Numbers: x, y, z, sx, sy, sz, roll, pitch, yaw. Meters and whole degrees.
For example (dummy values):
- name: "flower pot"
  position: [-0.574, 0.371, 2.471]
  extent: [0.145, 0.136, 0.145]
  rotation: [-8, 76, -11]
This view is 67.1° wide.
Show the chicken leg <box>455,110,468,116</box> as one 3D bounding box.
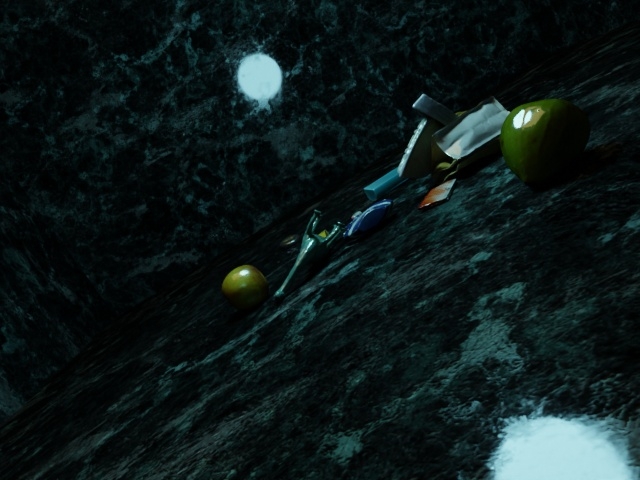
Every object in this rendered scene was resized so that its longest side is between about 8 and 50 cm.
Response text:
- name: "chicken leg"
  position: [0.575, -0.435, 2.138]
  extent: [0.429, 0.153, 0.201]
  rotation: [-47, 4, -31]

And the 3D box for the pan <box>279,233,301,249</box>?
- name: "pan"
  position: [-0.149, -0.005, 2.411]
  extent: [0.115, 0.040, 0.212]
  rotation: [-25, 11, 4]

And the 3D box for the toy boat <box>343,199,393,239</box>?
- name: "toy boat"
  position: [0.144, -0.058, 1.770]
  extent: [0.210, 0.070, 0.291]
  rotation: [-38, 5, -33]

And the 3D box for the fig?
- name: "fig"
  position: [0.539, -0.231, 1.179]
  extent: [0.203, 0.203, 0.225]
  rotation: [-6, 67, 67]

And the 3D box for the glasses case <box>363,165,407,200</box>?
- name: "glasses case"
  position: [0.354, -0.287, 2.235]
  extent: [0.301, 0.070, 0.117]
  rotation: [-32, 16, -11]

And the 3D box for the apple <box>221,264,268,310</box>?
- name: "apple"
  position: [-0.265, 0.164, 1.664]
  extent: [0.147, 0.146, 0.163]
  rotation: [-40, 15, -22]

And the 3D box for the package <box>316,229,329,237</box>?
- name: "package"
  position: [0.000, 0.000, 1.937]
  extent: [0.071, 0.047, 0.131]
  rotation: [-26, 9, 11]

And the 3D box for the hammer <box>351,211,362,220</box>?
- name: "hammer"
  position: [0.169, -0.100, 1.987]
  extent: [0.052, 0.031, 0.083]
  rotation: [-41, 24, -32]

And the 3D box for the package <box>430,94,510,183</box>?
- name: "package"
  position: [0.562, -0.336, 1.726]
  extent: [0.311, 0.221, 0.165]
  rotation: [-33, 50, -17]

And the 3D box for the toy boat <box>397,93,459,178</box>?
- name: "toy boat"
  position: [0.406, -0.367, 1.763]
  extent: [0.276, 0.293, 0.111]
  rotation: [1, 22, -35]

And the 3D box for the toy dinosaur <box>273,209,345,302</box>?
- name: "toy dinosaur"
  position: [-0.044, 0.067, 1.689]
  extent: [0.331, 0.129, 0.383]
  rotation: [-61, -10, -1]

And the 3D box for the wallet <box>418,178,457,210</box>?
- name: "wallet"
  position: [0.392, -0.153, 1.606]
  extent: [0.103, 0.020, 0.196]
  rotation: [-24, 12, 33]
